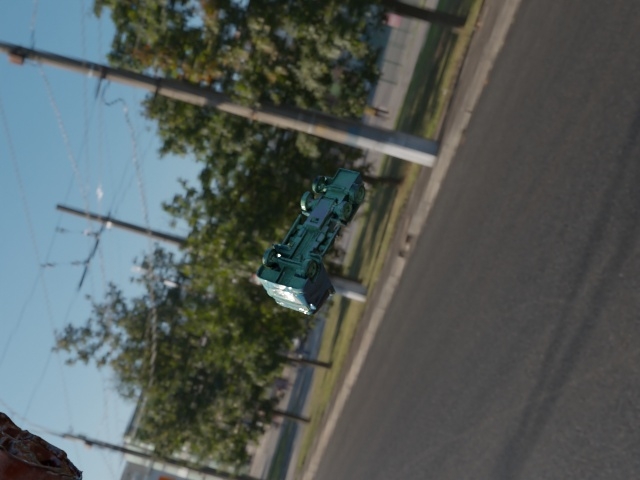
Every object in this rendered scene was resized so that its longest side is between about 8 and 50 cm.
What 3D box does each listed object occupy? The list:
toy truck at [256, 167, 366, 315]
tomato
[{"bbox_3d":[0.000,0.000,0.988,0.175,0.067,0.081,-60,-32,-27],"label":"toy truck"},{"bbox_3d":[-0.402,0.279,1.061,0.101,0.228,0.228,-60,-1,-9],"label":"tomato"}]
